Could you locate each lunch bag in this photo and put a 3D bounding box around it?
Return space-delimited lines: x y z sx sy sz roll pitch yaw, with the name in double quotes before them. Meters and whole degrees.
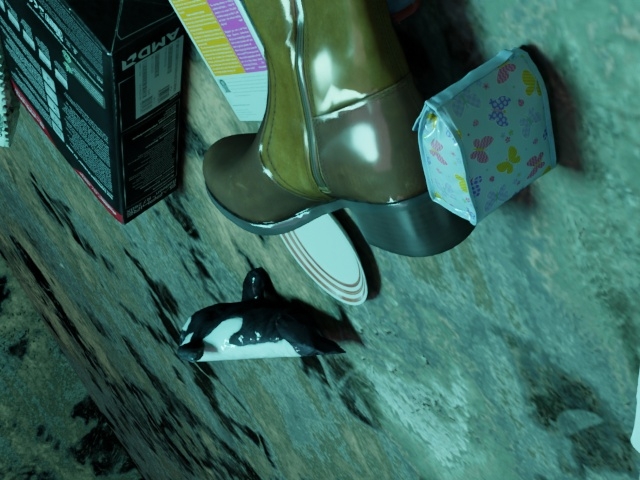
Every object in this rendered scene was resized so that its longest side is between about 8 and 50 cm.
"lunch bag" 0.094 -0.064 0.591 0.053 0.071 0.083 38 157 42

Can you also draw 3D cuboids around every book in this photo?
"book" -0.068 -0.163 0.830 0.096 0.035 0.144 12 134 55

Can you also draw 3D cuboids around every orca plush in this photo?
"orca plush" -0.083 0.081 1.143 0.287 0.151 0.102 162 104 -71

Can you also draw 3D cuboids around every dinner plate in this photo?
"dinner plate" 0.000 0.000 0.956 0.141 0.017 0.141 44 156 25

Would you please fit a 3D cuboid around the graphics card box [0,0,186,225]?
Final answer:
"graphics card box" -0.247 -0.192 1.069 0.233 0.094 0.371 49 160 13

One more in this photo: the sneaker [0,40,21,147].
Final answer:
"sneaker" -0.439 -0.236 1.207 0.102 0.146 0.293 -89 9 -49

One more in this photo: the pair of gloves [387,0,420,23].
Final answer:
"pair of gloves" -0.014 -0.201 0.675 0.159 0.023 0.198 59 157 -13

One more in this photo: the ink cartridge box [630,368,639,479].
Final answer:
"ink cartridge box" 0.280 0.193 0.531 0.353 0.119 0.207 36 153 37

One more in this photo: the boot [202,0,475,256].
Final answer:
"boot" -0.038 -0.130 0.675 0.264 0.096 0.280 21 142 53
